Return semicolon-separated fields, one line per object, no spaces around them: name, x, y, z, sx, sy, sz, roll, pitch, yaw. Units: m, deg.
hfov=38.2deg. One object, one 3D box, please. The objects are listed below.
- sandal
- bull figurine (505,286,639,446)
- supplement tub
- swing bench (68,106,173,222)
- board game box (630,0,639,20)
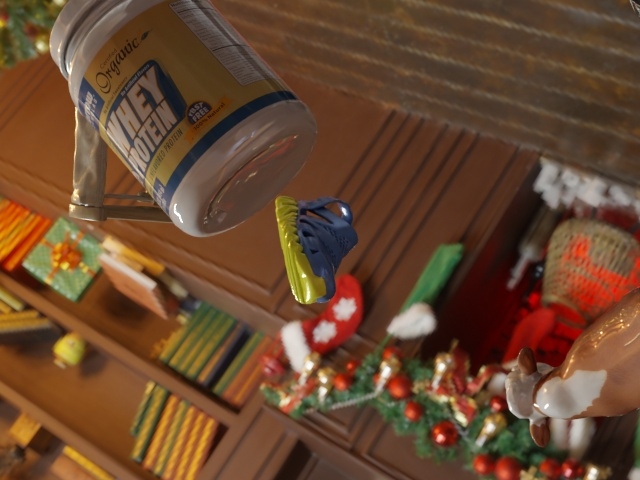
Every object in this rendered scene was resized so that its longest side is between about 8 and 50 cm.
sandal;0.000;0.000;1.575;0.317;0.138;0.126;-103;7;-61
bull figurine;0.307;0.097;0.869;0.101;0.188;0.310;62;149;12
supplement tub;-0.114;-0.117;0.763;0.200;0.144;0.144;48;165;13
swing bench;-0.270;-0.157;1.410;0.254;0.253;0.165;3;-176;-44
board game box;0.410;-0.288;0.962;0.126;0.186;0.026;27;-161;-52
